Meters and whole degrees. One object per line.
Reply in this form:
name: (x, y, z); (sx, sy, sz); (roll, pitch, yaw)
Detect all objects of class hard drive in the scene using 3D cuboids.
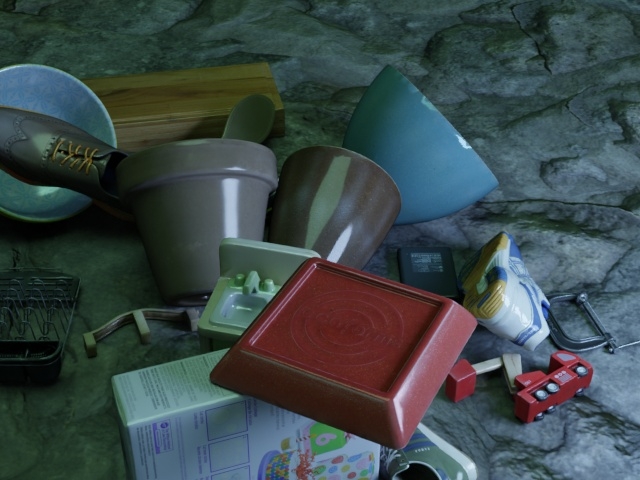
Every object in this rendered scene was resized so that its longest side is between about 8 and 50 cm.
hard drive: (0.181, 0.060, 1.838); (0.094, 0.022, 0.135); (0, 37, -2)

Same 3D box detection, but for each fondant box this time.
fondant box: (-0.088, 0.251, 1.405); (0.330, 0.238, 0.096); (-11, 38, -16)

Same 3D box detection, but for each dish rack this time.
dish rack: (-0.487, 0.118, 1.710); (0.208, 0.074, 0.271); (1, 37, -1)

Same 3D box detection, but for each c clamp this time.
c clamp: (0.425, 0.132, 1.753); (0.137, 0.022, 0.160); (-16, 42, -13)

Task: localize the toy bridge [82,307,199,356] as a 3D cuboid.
toy bridge: (-0.284, 0.136, 1.728); (0.188, 0.026, 0.063); (-13, 38, -18)

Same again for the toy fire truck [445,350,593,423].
toy fire truck: (0.297, 0.207, 1.627); (0.192, 0.047, 0.135); (-24, 42, -30)

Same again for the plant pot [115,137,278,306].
plant pot: (-0.189, -0.017, 1.747); (0.263, 0.263, 0.229); (-6, 79, -8)

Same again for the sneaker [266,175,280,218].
sneaker: (-0.112, -0.057, 1.964); (0.235, 0.084, 0.097); (1, 61, 2)

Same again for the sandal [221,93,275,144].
sandal: (-0.169, -0.183, 2.113); (0.088, 0.079, 0.240); (35, 54, -19)

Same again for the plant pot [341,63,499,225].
plant pot: (0.146, -0.140, 1.932); (0.195, 0.290, 0.290); (-42, 44, 5)

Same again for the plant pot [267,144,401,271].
plant pot: (0.000, 0.000, 1.790); (0.215, 0.215, 0.230); (12, 53, 14)

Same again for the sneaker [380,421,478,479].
sneaker: (0.115, 0.294, 1.492); (0.192, 0.064, 0.086); (29, 41, 28)

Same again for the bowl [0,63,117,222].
bowl: (-0.532, -0.159, 1.979); (0.289, 0.289, 0.156); (-28, 4, -32)

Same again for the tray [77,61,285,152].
tray: (-0.293, -0.274, 2.229); (0.411, 0.076, 0.203); (-8, 38, -9)

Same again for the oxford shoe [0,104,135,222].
oxford shoe: (-0.420, -0.145, 1.868); (0.364, 0.133, 0.130); (22, 74, -23)

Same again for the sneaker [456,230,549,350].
sneaker: (0.300, 0.087, 1.751); (0.131, 0.112, 0.296); (39, 23, -8)

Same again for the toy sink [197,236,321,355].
toy sink: (-0.086, 0.134, 1.563); (0.153, 0.234, 0.131); (9, 38, 10)

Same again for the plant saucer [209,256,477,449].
plant saucer: (0.034, 0.118, 1.347); (0.258, 0.047, 0.259); (17, 39, 21)
